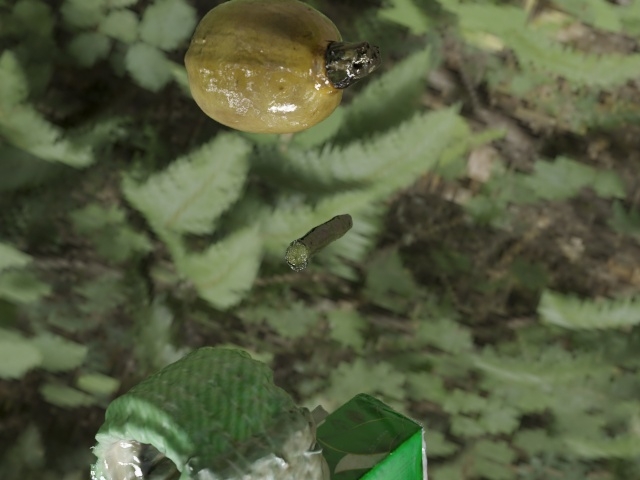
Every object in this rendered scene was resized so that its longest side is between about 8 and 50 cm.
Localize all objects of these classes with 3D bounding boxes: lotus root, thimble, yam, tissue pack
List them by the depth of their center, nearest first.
[{"bbox_3d":[-0.101,0.212,1.431,0.219,0.150,0.219,32,138,34],"label":"thimble"},{"bbox_3d":[0.000,0.000,1.556,0.027,0.033,0.129,5,-165,22],"label":"yam"},{"bbox_3d":[-0.008,0.274,1.673,0.156,0.209,0.148,26,137,36],"label":"tissue pack"},{"bbox_3d":[-0.048,-0.229,2.029,0.310,0.183,0.183,10,161,43],"label":"lotus root"}]
